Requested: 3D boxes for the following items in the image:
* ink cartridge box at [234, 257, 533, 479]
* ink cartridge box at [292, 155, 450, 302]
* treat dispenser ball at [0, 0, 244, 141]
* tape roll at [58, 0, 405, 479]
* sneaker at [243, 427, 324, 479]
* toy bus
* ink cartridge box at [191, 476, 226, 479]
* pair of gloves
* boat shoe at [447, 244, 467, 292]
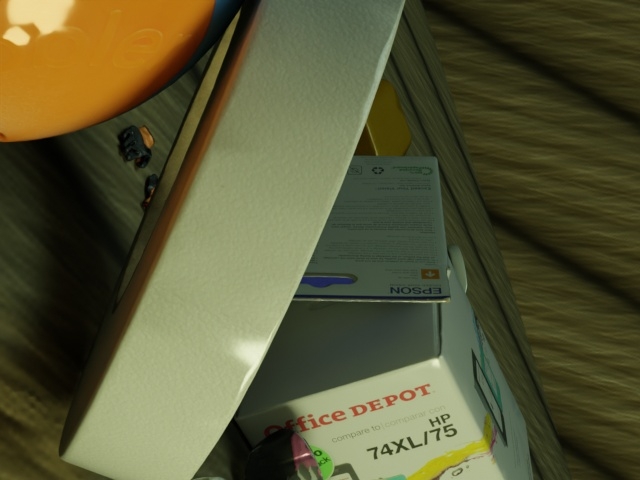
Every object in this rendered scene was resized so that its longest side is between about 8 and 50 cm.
[{"bbox_3d":[0.067,0.168,1.260,0.197,0.198,0.270,-86,153,-55],"label":"ink cartridge box"},{"bbox_3d":[0.000,0.000,1.180,0.224,0.223,0.045,-87,178,-54],"label":"ink cartridge box"},{"bbox_3d":[-0.162,-0.193,0.660,0.288,0.288,0.288,-18,90,-76],"label":"treat dispenser ball"},{"bbox_3d":[-0.054,-0.040,0.804,0.072,0.392,0.392,22,30,-10],"label":"tape roll"},{"bbox_3d":[-0.020,0.246,1.132,0.077,0.072,0.178,-74,153,-86],"label":"sneaker"},{"bbox_3d":[0.029,-0.123,1.617,0.333,0.130,0.108,-54,125,-73],"label":"toy bus"},{"bbox_3d":[-0.025,0.328,0.904,0.303,0.072,0.307,61,15,-72],"label":"ink cartridge box"},{"bbox_3d":[-0.144,-0.058,1.127,0.074,0.010,0.083,-58,128,-72],"label":"pair of gloves"},{"bbox_3d":[0.173,0.140,1.931,0.114,0.091,0.302,98,-12,-49],"label":"boat shoe"}]
